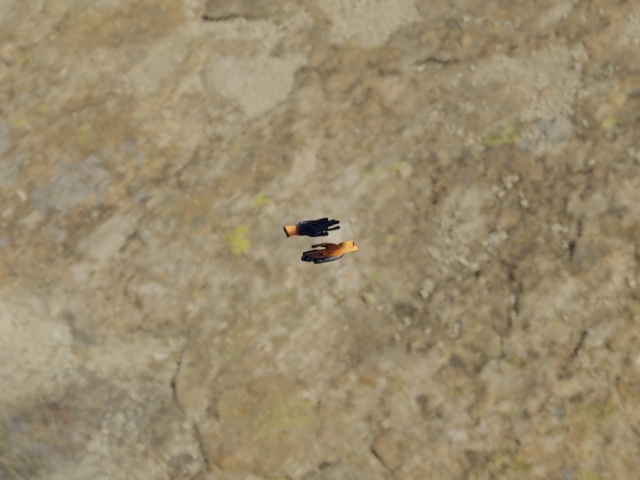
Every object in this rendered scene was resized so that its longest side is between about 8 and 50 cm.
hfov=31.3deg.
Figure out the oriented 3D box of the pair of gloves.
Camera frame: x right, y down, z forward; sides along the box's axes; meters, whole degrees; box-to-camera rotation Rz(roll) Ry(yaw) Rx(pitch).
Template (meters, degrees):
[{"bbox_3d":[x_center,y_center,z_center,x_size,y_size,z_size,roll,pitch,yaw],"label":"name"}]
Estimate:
[{"bbox_3d":[0.000,0.000,1.411,0.074,0.010,0.083,-12,40,-21],"label":"pair of gloves"}]
